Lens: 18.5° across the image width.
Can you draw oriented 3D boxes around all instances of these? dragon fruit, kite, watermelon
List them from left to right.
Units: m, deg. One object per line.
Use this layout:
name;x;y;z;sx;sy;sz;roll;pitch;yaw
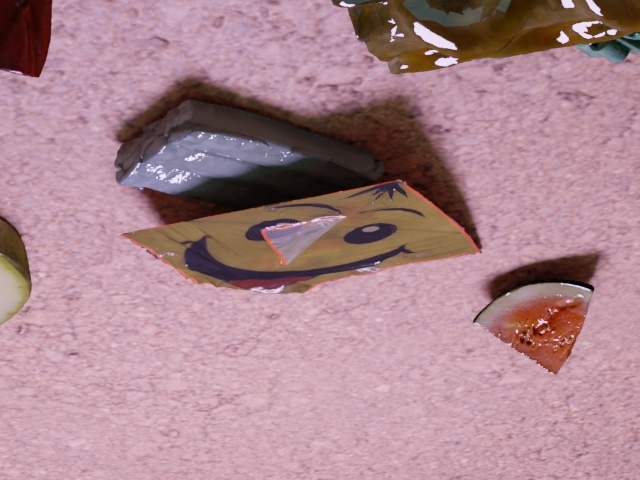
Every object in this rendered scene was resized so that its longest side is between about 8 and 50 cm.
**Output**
dragon fruit;-0.288;-0.199;1.434;0.192;0.122;0.092;14;107;-23
kite;0.000;-0.002;1.789;0.378;0.013;0.327;3;160;-25
watermelon;0.231;0.094;1.969;0.125;0.094;0.135;-22;152;14

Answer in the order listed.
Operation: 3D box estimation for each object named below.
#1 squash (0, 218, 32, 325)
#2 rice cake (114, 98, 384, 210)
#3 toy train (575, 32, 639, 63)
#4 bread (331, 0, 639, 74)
squash;-0.397;0.032;1.834;0.252;0.048;0.252;-4;153;-2
rice cake;-0.059;-0.063;1.706;0.211;0.038;0.124;17;145;-37
toy train;0.185;-0.190;1.483;0.178;0.071;0.105;22;150;-35
bread;0.123;-0.227;1.282;0.252;0.196;0.238;-15;150;13
